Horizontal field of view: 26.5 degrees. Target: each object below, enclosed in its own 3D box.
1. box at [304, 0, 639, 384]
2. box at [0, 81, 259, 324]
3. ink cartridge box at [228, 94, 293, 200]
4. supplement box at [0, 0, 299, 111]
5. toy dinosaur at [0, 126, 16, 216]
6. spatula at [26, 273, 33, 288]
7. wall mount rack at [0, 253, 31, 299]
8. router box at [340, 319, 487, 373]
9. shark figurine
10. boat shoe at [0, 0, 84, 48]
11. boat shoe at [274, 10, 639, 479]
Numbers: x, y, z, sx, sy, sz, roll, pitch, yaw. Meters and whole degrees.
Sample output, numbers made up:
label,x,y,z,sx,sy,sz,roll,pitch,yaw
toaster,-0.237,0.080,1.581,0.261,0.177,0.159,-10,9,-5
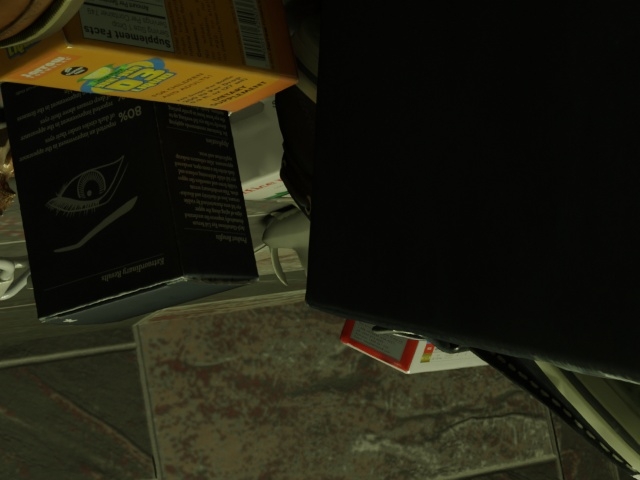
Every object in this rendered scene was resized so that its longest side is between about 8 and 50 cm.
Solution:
label,x,y,z,sx,sy,sz,roll,pitch,yaw
box,0.296,-0.084,0.615,0.472,0.297,0.480,4,180,-21
box,-0.155,-0.047,1.098,0.153,0.207,0.108,-15,170,29
ink cartridge box,0.004,-0.099,1.338,0.160,0.092,0.219,-18,169,40
supplement box,-0.120,-0.143,0.946,0.078,0.080,0.233,-20,166,37
toy dinosaur,-0.376,-0.047,1.152,0.296,0.127,0.200,-3,177,-10
spatula,-0.231,0.013,1.490,0.168,0.019,0.242,-17,-169,-3
wall mount rack,-0.360,0.001,1.490,0.304,0.130,0.350,-3,170,-21
router box,0.180,-0.023,1.386,0.082,0.301,0.335,24,-171,29
shark figurine,-0.027,0.007,1.954,0.166,0.116,0.278,-2,166,-38
boat shoe,-0.219,-0.137,0.700,0.104,0.110,0.307,-18,179,-43
boat shoe,0.121,0.012,0.973,0.187,0.500,0.156,-8,130,-35
